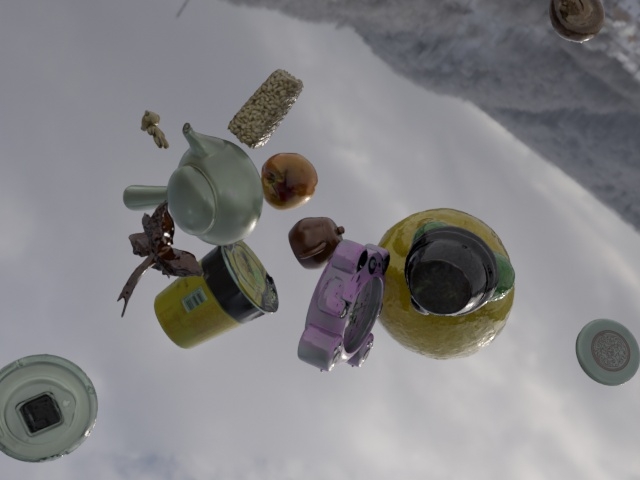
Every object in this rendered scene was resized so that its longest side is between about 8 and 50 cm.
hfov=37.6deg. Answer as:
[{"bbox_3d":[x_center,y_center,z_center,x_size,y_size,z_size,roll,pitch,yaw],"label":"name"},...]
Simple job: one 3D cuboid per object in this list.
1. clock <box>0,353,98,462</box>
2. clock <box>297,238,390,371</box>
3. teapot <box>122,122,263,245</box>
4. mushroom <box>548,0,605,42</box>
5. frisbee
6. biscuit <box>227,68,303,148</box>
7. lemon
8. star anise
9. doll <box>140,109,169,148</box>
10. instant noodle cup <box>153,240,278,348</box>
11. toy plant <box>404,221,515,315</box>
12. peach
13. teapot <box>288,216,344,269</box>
[{"bbox_3d":[-0.581,0.355,1.949,0.236,0.236,0.053,31,179,-16],"label":"clock"},{"bbox_3d":[0.052,0.125,1.818,0.090,0.248,0.227,20,-176,23],"label":"clock"},{"bbox_3d":[-0.242,-0.073,1.825,0.149,0.318,0.220,-14,-105,-40],"label":"teapot"},{"bbox_3d":[0.535,-0.475,1.976,0.109,0.085,0.126,9,-110,-21],"label":"mushroom"},{"bbox_3d":[0.458,0.177,1.495,0.110,0.110,0.014,40,158,5],"label":"frisbee"},{"bbox_3d":[-0.103,-0.254,1.818,0.070,0.168,0.082,42,-169,11],"label":"biscuit"},{"bbox_3d":[0.267,0.099,2.074,0.348,0.348,0.348,32,-159,-14],"label":"lemon"},{"bbox_3d":[-0.297,0.032,1.578,0.144,0.158,0.140,-30,-85,-38],"label":"star anise"},{"bbox_3d":[-0.379,-0.256,2.170,0.093,0.051,0.061,43,-167,19],"label":"doll"},{"bbox_3d":[-0.246,0.129,2.143,0.215,0.236,0.215,53,-166,-20],"label":"instant noodle cup"},{"bbox_3d":[0.262,0.055,1.802,0.218,0.175,0.235,35,-153,7],"label":"toy plant"},{"bbox_3d":[-0.072,-0.138,2.209,0.138,0.138,0.138,32,-159,-14],"label":"peach"},{"bbox_3d":[0.000,0.000,1.916,0.116,0.116,0.173,37,-162,-3],"label":"teapot"}]
